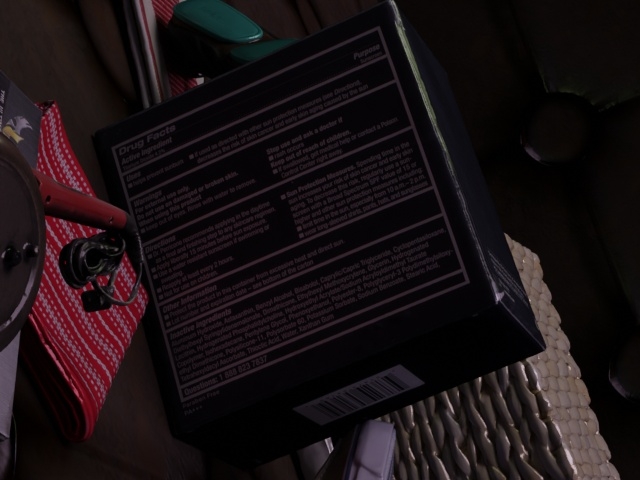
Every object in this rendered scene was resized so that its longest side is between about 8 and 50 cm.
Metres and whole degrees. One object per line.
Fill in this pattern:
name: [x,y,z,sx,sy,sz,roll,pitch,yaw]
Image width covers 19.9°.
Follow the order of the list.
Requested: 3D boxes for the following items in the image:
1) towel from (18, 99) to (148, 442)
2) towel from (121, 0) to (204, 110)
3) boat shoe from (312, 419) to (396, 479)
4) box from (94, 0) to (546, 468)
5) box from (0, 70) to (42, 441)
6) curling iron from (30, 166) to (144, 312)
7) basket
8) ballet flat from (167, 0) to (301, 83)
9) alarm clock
towel: [-0.193,0.014,1.356,0.275,0.031,0.198,-77,144,-70]
towel: [-0.126,-0.148,1.939,0.329,0.037,0.237,42,30,-61]
boat shoe: [-0.001,0.246,1.461,0.302,0.094,0.109,-69,164,-55]
box: [0.000,0.000,1.580,0.183,0.296,0.294,40,30,-64]
box: [-0.236,-0.019,1.041,0.183,0.056,0.231,49,36,-53]
curling iron: [-0.173,-0.017,1.075,0.274,0.035,0.068,38,46,-63]
basket: [0.125,0.169,1.909,0.328,0.266,0.331,71,14,13]
ballet flat: [-0.062,-0.162,1.765,0.280,0.095,0.096,37,-43,57]
alarm clock: [-0.193,-0.018,0.941,0.129,0.064,0.192,3,87,-63]
